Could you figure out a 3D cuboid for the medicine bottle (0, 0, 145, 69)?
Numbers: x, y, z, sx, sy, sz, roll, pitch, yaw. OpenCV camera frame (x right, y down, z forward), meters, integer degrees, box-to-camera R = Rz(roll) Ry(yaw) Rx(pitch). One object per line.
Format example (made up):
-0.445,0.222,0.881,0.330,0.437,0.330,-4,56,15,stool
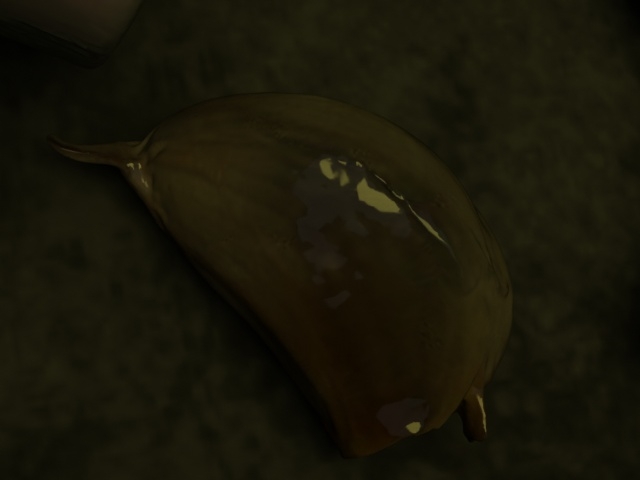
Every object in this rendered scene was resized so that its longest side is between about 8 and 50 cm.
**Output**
-0.147,-0.189,0.339,0.302,0.241,0.241,24,70,-14,medicine bottle

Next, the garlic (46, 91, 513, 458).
0.004,-0.002,0.444,0.084,0.066,0.152,-42,96,-22,garlic
